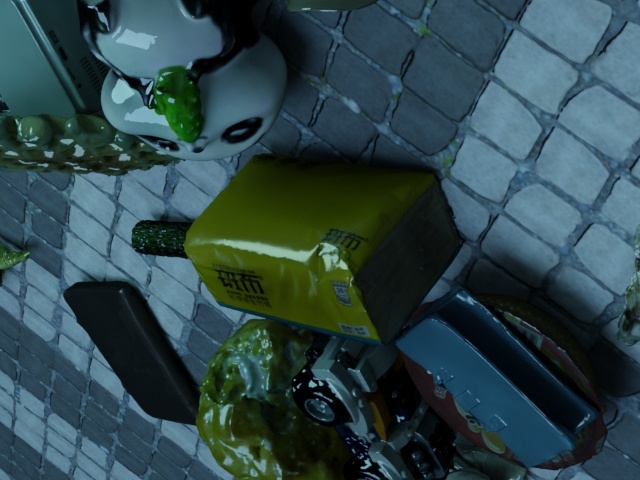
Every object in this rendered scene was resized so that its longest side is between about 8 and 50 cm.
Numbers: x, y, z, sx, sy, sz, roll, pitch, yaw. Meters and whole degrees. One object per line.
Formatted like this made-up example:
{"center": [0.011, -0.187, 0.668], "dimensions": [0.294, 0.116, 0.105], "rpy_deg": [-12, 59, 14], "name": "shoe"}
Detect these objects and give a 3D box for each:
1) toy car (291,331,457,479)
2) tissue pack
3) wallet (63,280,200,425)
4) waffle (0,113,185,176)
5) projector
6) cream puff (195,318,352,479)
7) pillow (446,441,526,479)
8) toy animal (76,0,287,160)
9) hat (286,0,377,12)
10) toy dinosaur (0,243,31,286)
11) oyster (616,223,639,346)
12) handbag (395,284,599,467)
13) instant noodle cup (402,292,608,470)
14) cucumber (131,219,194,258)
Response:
{"center": [0.090, 0.208, 1.704], "dimensions": [0.118, 0.193, 0.301], "rpy_deg": [-5, 127, 41], "name": "toy car"}
{"center": [0.000, 0.000, 1.554], "dimensions": [0.271, 0.192, 0.134], "rpy_deg": [9, 136, 39], "name": "tissue pack"}
{"center": [-0.304, 0.189, 2.215], "dimensions": [0.165, 0.042, 0.309], "rpy_deg": [2, 131, 43], "name": "wallet"}
{"center": [-0.322, -0.122, 1.706], "dimensions": [0.309, 0.292, 0.056], "rpy_deg": [-3, 84, 59], "name": "waffle"}
{"center": [-0.395, -0.261, 1.742], "dimensions": [0.250, 0.108, 0.198], "rpy_deg": [4, 131, 42], "name": "projector"}
{"center": [-0.053, 0.248, 1.830], "dimensions": [0.282, 0.282, 0.185], "rpy_deg": [39, 147, 4], "name": "cream puff"}
{"center": [0.212, 0.368, 1.834], "dimensions": [0.134, 0.078, 0.181], "rpy_deg": [24, 128, 36], "name": "pillow"}
{"center": [-0.150, -0.204, 1.461], "dimensions": [0.213, 0.212, 0.266], "rpy_deg": [13, 133, 37], "name": "toy animal"}
{"center": [0.015, -0.308, 1.216], "dimensions": [0.166, 0.173, 0.144], "rpy_deg": [7, 139, 40], "name": "hat"}
{"center": [-0.587, 0.026, 2.287], "dimensions": [0.259, 0.094, 0.153], "rpy_deg": [-23, 111, 46], "name": "toy dinosaur"}
{"center": [0.360, 0.060, 1.393], "dimensions": [0.106, 0.061, 0.200], "rpy_deg": [16, 145, 7], "name": "oyster"}
{"center": [0.192, 0.160, 1.500], "dimensions": [0.221, 0.057, 0.144], "rpy_deg": [42, 150, -1], "name": "handbag"}
{"center": [0.230, 0.145, 1.569], "dimensions": [0.274, 0.091, 0.274], "rpy_deg": [26, 144, 22], "name": "instant noodle cup"}
{"center": [-0.187, 0.000, 1.871], "dimensions": [0.187, 0.058, 0.058], "rpy_deg": [5, 131, 41], "name": "cucumber"}
